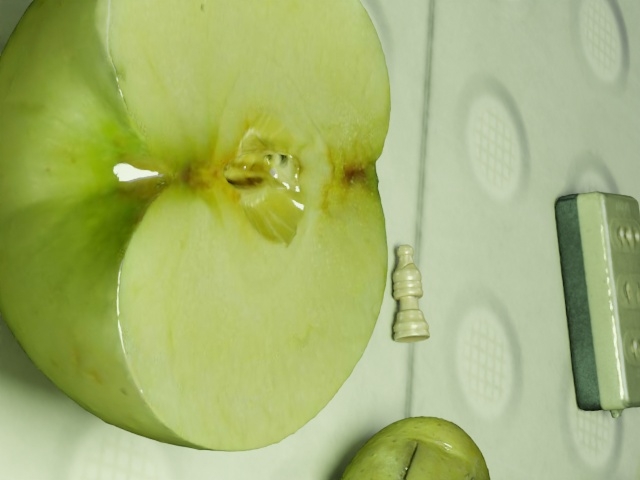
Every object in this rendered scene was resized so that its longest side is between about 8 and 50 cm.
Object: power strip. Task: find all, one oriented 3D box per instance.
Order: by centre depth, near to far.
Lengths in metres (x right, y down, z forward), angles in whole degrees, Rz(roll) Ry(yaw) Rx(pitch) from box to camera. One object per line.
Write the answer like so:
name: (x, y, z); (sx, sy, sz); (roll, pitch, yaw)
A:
power strip: (0.329, 0.074, 1.914); (0.105, 0.070, 0.256); (3, 81, -54)

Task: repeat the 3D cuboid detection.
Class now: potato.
potato: (0.078, 0.268, 1.445); (0.169, 0.143, 0.248); (55, 40, -47)

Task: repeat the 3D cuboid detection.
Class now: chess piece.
chess piece: (0.083, 0.049, 1.603); (0.035, 0.035, 0.092); (15, 66, -53)

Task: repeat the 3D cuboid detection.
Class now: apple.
apple: (-0.070, -0.041, 1.194); (0.311, 0.320, 0.360); (47, 22, 20)
